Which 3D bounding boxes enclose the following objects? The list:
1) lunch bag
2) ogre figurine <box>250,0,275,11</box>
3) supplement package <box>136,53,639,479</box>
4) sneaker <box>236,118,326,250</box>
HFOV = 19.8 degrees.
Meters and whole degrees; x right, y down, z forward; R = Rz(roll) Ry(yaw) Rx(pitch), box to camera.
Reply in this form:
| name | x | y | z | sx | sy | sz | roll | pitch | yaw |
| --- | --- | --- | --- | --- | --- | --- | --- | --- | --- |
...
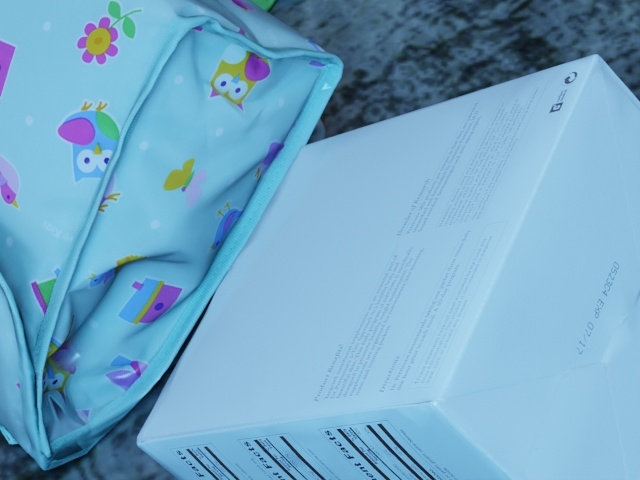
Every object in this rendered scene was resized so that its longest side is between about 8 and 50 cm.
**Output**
| name | x | y | z | sx | sy | sz | roll | pitch | yaw |
| --- | --- | --- | --- | --- | --- | --- | --- | --- | --- |
| lunch bag | -0.152 | -0.040 | 0.980 | 0.223 | 0.160 | 0.262 | 38 | 107 | 33 |
| ogre figurine | -0.094 | -0.168 | 1.123 | 0.197 | 0.118 | 0.097 | -8 | 51 | 3 |
| supplement package | 0.063 | 0.052 | 0.844 | 0.203 | 0.149 | 0.194 | -14 | 39 | 49 |
| sneaker | 0.000 | 0.000 | 1.002 | 0.084 | 0.069 | 0.185 | -27 | 53 | -4 |
